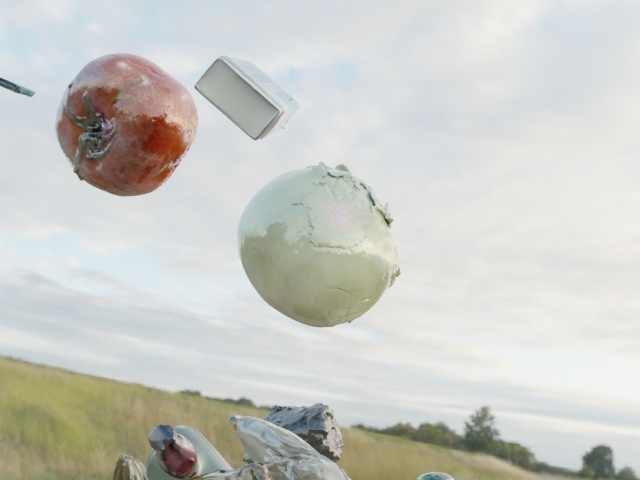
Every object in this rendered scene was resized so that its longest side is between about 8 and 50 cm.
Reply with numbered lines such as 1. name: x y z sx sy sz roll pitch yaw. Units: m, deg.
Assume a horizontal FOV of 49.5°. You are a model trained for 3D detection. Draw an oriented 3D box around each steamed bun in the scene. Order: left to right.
1. steamed bun: 0.000 0.000 1.424 0.334 0.312 0.233 42 -46 10

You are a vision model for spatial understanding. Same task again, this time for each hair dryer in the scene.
1. hair dryer: -0.096 0.169 0.504 0.106 0.054 0.154 34 -21 28

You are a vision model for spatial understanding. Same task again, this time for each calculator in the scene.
1. calculator: -0.466 -0.228 0.913 0.172 0.018 0.057 22 6 -2

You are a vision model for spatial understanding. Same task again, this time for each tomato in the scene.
1. tomato: -0.313 -0.189 1.134 0.232 0.232 0.188 0 8 29

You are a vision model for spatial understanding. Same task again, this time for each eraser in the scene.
1. eraser: -0.083 -0.179 0.870 0.095 0.052 0.225 41 12 -5

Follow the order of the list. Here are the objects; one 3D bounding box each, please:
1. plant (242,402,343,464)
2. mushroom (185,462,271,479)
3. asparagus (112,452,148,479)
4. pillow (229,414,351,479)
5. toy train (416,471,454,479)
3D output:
1. plant: -0.061 0.402 1.388 0.194 0.132 0.129 -18 11 8
2. mushroom: -0.166 0.307 0.480 0.233 0.302 0.208 9 -50 31
3. asparagus: -0.203 0.367 0.783 0.080 0.287 0.080 -2 14 0
4. pillow: -0.015 0.301 0.870 0.173 0.067 0.270 49 -19 -15
5. toy train: 0.165 0.454 0.898 0.150 0.304 0.221 -7 -25 6
